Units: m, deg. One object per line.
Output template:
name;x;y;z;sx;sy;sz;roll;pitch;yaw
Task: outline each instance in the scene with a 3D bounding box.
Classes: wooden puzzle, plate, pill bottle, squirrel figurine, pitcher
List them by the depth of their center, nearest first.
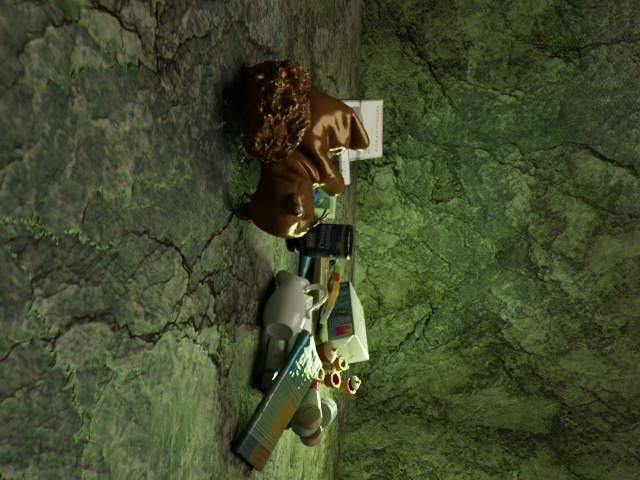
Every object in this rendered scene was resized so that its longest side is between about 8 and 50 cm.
squirrel figurine;-0.091;-0.211;1.081;0.397;0.280;0.371;59;44;-47
pitcher;-0.075;0.197;1.340;0.207;0.177;0.126;-76;172;-49
pill bottle;0.000;0.000;1.558;0.123;0.219;0.123;3;90;-80
plate;-0.074;0.326;1.563;0.277;0.045;0.278;57;36;-78
wooden puzzle;-0.015;0.115;1.923;0.348;0.080;0.322;-15;108;-84
pill bottle;0.013;0.819;2.135;0.221;0.124;0.124;53;42;-73
pill bottle;0.046;0.646;2.274;0.215;0.117;0.117;-44;137;-75

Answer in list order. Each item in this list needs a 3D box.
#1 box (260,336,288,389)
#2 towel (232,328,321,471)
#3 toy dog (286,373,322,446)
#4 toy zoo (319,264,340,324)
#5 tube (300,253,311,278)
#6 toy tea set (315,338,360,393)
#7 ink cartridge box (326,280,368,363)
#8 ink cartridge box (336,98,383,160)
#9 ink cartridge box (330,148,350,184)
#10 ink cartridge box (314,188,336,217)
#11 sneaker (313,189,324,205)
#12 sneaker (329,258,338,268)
box;-0.141;0.387;1.423;0.145;0.038;0.186;75;20;-62
towel;-0.114;0.467;1.304;0.370;0.040;0.271;-56;154;-29
toy dog;-0.081;0.588;1.626;0.334;0.160;0.220;-105;-168;-76
toy zoo;0.045;0.264;2.116;0.293;0.030;0.192;-81;-169;-65
tube;-0.057;0.067;1.759;0.080;0.052;0.207;-9;108;-72
toy tea set;0.083;0.604;2.102;0.336;0.124;0.200;36;44;-38
ink cartridge box;0.134;0.401;2.327;0.270;0.151;0.396;64;19;-44
ink cartridge box;0.085;-0.415;1.679;0.307;0.129;0.223;-14;111;-34
ink cartridge box;0.010;-0.270;1.364;0.208;0.045;0.207;7;-77;56
ink cartridge box;0.018;-0.222;1.923;0.160;0.092;0.220;48;46;-75
sneaker;-0.054;-0.154;1.688;0.082;0.069;0.209;59;27;-6
sneaker;0.042;0.048;2.184;0.086;0.085;0.237;-113;-160;-47
